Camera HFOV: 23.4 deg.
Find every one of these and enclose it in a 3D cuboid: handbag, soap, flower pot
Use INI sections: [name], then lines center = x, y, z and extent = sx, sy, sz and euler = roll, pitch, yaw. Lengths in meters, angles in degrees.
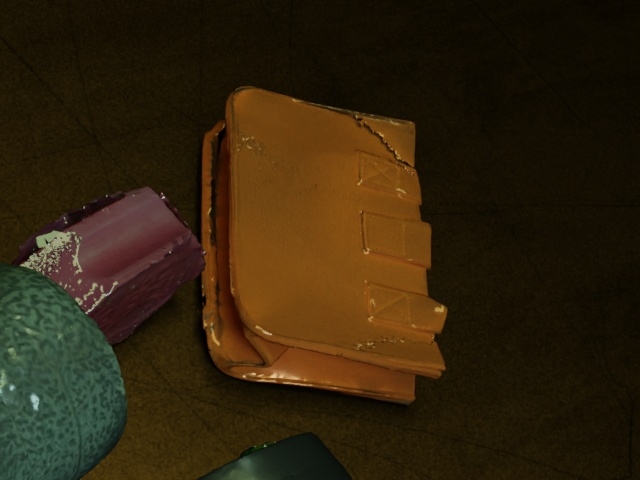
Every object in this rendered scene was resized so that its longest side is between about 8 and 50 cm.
[handbag]
center = 0.000, 0.000, 1.992
extent = 0.303, 0.116, 0.410
euler = 12, 52, -21
[soap]
center = -0.257, 0.044, 1.787
extent = 0.112, 0.182, 0.289
euler = 46, 45, 13
[flower pot]
center = -0.385, 0.190, 1.568
extent = 0.299, 0.299, 0.283
euler = 43, 44, 10

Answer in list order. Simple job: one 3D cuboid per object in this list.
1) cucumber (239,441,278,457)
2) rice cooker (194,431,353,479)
[cucumber]
center = -0.048, 0.285, 1.800
extent = 0.067, 0.035, 0.107
euler = -4, 59, -30
[rice cooker]
center = -0.056, 0.348, 1.611
extent = 0.267, 0.267, 0.224
euler = -20, 73, -36
